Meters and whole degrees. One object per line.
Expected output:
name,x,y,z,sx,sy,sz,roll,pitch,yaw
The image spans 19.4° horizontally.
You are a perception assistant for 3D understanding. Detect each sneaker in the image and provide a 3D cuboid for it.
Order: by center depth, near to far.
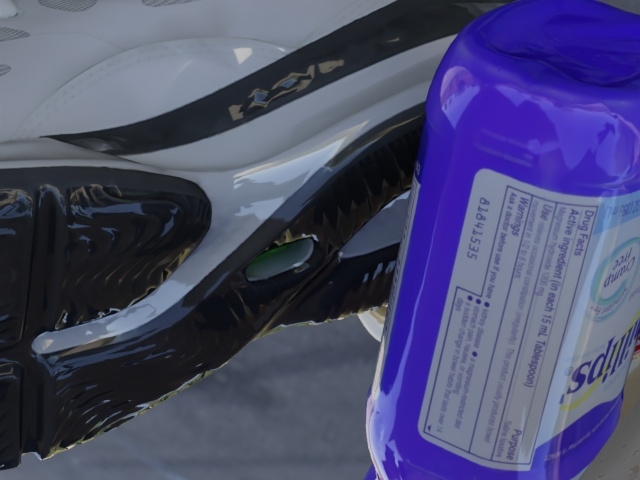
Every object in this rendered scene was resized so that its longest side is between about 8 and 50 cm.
sneaker,-0.117,-0.064,0.809,0.257,0.447,0.169,57,151,34

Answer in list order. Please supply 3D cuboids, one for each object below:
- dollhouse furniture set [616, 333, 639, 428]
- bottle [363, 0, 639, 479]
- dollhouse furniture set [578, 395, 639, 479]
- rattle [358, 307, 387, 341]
dollhouse furniture set,0.223,0.124,1.159,0.201,0.152,0.374,-25,137,-1
bottle,0.072,0.050,0.735,0.092,0.118,0.283,22,119,22
dollhouse furniture set,0.221,0.199,0.407,0.256,0.362,0.394,37,178,-25
rattle,0.000,0.000,1.175,0.200,0.143,0.130,36,138,55
